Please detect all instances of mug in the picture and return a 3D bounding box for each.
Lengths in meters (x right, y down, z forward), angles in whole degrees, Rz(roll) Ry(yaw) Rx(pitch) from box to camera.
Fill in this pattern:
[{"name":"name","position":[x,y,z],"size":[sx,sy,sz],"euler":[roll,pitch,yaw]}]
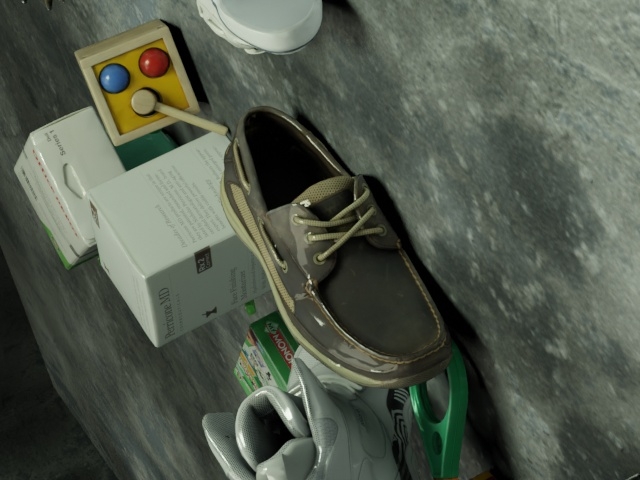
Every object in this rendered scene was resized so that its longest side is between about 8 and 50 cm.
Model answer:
[{"name":"mug","position":[-0.237,-0.099,2.065],"size":[0.158,0.097,0.129],"euler":[61,162,8]}]

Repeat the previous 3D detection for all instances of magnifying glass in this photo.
[{"name":"magnifying glass","position":[0.118,0.205,1.508],"size":[0.092,0.026,0.231],"euler":[163,102,-66]}]

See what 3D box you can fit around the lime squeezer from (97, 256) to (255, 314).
[{"name":"lime squeezer","position":[-0.154,0.023,2.007],"size":[0.310,0.110,0.059],"euler":[16,118,45]}]

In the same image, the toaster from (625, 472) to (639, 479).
[{"name":"toaster","position":[0.228,0.307,1.271],"size":[0.186,0.168,0.110],"euler":[59,164,13]}]

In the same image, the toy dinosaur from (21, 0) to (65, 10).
[{"name":"toy dinosaur","position":[-0.324,-0.354,1.755],"size":[0.200,0.295,0.127],"euler":[-19,70,34]}]

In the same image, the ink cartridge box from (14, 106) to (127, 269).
[{"name":"ink cartridge box","position":[-0.310,-0.064,2.001],"size":[0.160,0.092,0.219],"euler":[62,161,0]}]

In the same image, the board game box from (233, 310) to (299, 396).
[{"name":"board game box","position":[-0.007,0.264,2.035],"size":[0.317,0.046,0.213],"euler":[58,162,13]}]

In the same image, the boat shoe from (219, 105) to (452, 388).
[{"name":"boat shoe","position":[0.000,0.000,1.510],"size":[0.355,0.132,0.130],"euler":[47,157,36]}]

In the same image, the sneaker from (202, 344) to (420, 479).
[{"name":"sneaker","position":[-0.007,0.173,1.565],"size":[0.210,0.137,0.366],"euler":[47,-162,-32]}]

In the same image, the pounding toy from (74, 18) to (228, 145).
[{"name":"pounding toy","position":[-0.199,-0.174,1.836],"size":[0.100,0.130,0.141],"euler":[-132,20,-69]}]

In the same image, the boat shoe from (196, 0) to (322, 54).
[{"name":"boat shoe","position":[-0.059,-0.219,1.449],"size":[0.258,0.095,0.084],"euler":[-125,12,-54]}]

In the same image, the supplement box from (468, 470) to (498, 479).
[{"name":"supplement box","position":[0.192,0.330,1.529],"size":[0.188,0.080,0.104],"euler":[42,153,47]}]

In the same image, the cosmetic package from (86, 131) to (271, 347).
[{"name":"cosmetic package","position":[-0.157,-0.003,1.843],"size":[0.151,0.183,0.151],"euler":[52,159,31]}]
